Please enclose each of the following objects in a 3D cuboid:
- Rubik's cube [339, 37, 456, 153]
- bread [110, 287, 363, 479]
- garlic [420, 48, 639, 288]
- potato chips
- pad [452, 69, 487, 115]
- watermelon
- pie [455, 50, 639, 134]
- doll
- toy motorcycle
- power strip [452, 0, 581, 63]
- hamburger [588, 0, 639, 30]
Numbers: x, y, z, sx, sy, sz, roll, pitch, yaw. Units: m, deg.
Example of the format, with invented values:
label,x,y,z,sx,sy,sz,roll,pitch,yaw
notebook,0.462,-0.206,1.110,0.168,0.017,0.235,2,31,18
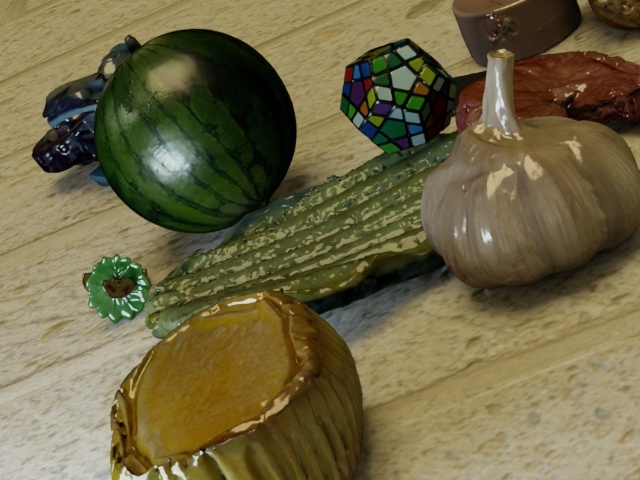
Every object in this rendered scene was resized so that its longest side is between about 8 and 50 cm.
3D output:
label,x,y,z,sx,sy,sz,roll,pitch,yaw
Rubik's cube,0.087,-0.163,1.897,0.112,0.133,0.133,-50,20,14
bread,-0.070,0.166,1.476,0.227,0.142,0.253,-22,27,8
garlic,0.186,-0.075,1.609,0.218,0.212,0.218,-20,20,7
potato chips,0.000,0.000,1.808,0.429,0.070,0.358,-21,18,6
pad,0.159,-0.177,2.091,0.157,0.003,0.112,-10,30,34
watermelon,-0.148,-0.128,2.011,0.242,0.242,0.242,-22,24,11
pie,0.251,-0.149,1.826,0.219,0.054,0.204,-29,31,-30
doll,-0.237,0.062,1.975,0.078,0.076,0.113,-4,-9,-9
toy motorcycle,-0.244,-0.193,2.327,0.232,0.172,0.416,-48,22,-28
power strip,0.246,-0.289,2.131,0.154,0.078,0.154,-20,27,11
hamburger,0.405,-0.358,2.046,0.286,0.146,0.243,-36,19,-16
